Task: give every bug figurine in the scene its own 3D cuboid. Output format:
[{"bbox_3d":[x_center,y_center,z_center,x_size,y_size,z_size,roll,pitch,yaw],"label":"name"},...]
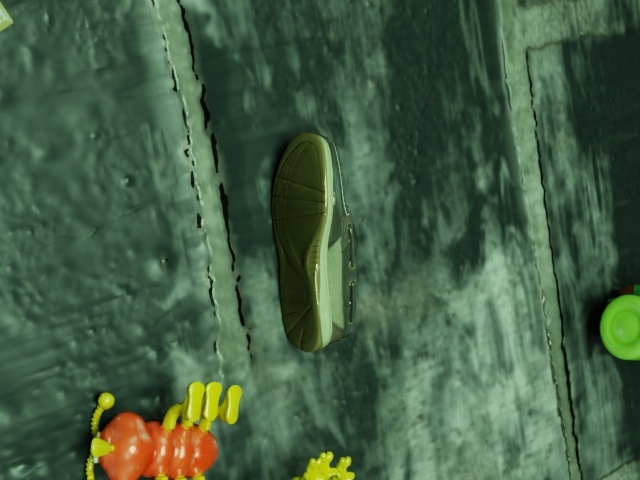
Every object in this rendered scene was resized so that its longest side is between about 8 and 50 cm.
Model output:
[{"bbox_3d":[-0.077,0.232,0.637,0.216,0.072,0.279,20,74,-44],"label":"bug figurine"}]

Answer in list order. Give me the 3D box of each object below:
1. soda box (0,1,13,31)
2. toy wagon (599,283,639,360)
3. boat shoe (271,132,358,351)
[{"bbox_3d":[-0.236,-0.169,0.503,0.058,0.061,0.181,-44,117,-28],"label":"soda box"},{"bbox_3d":[0.422,0.083,0.860,0.267,0.344,0.068,9,84,-39],"label":"toy wagon"},{"bbox_3d":[0.000,0.000,0.709,0.049,0.056,0.152,-10,107,-43],"label":"boat shoe"}]
